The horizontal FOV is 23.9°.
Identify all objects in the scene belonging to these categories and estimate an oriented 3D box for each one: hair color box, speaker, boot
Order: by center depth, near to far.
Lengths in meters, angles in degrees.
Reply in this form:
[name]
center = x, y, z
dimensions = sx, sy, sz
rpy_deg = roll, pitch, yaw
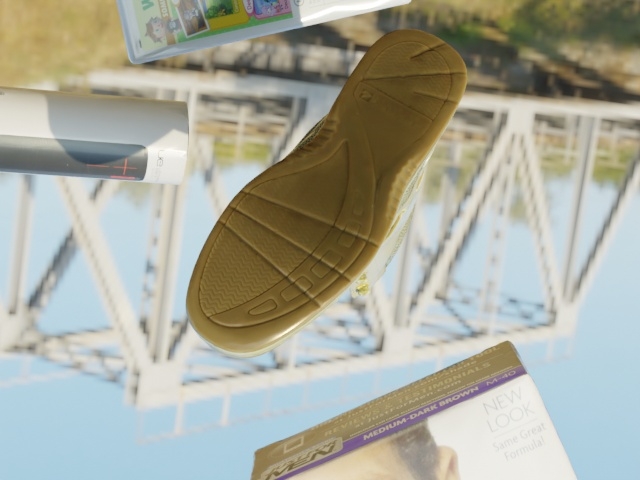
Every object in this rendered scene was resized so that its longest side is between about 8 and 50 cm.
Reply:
[boot]
center = 0.000, 0.000, 0.847
dimensions = 0.077, 0.213, 0.165
rpy_deg = 33, 156, 8
[hair color box]
center = 0.106, 0.256, 0.942
dimensions = 0.185, 0.338, 0.110
rpy_deg = -24, -174, 3
[speaker]
center = -0.151, -0.066, 0.947
dimensions = 0.136, 0.055, 0.055
rpy_deg = 4, -171, -14

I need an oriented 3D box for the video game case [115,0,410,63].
[video game case]
center = -0.051, -0.237, 0.971
dimensions = 0.193, 0.212, 0.023
rpy_deg = -14, -163, -10
